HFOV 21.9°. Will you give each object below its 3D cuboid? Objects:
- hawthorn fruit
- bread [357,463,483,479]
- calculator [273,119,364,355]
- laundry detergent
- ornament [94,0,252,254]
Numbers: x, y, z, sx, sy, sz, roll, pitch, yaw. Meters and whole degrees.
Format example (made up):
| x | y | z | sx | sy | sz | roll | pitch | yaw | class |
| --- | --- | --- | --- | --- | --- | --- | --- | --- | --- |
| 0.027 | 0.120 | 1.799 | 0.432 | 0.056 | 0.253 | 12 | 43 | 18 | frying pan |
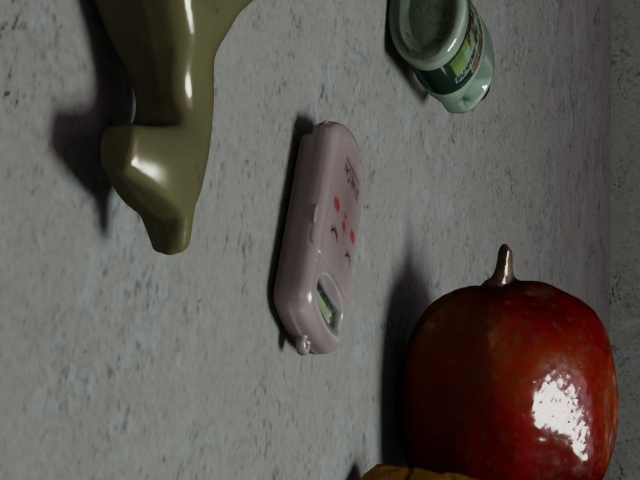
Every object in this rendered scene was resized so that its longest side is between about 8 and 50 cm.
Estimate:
| x | y | z | sx | sy | sz | roll | pitch | yaw | class |
| --- | --- | --- | --- | --- | --- | --- | --- | --- | --- |
| 0.161 | 0.127 | 1.468 | 0.215 | 0.215 | 0.250 | -25 | 108 | -72 | hawthorn fruit |
| 0.085 | 0.270 | 1.295 | 0.149 | 0.143 | 0.158 | -36 | 126 | -62 | bread |
| 0.000 | 0.000 | 1.174 | 0.100 | 0.032 | 0.175 | 61 | 35 | -60 | calculator |
| 0.118 | -0.172 | 1.503 | 0.225 | 0.070 | 0.099 | 41 | 44 | -71 | laundry detergent |
| -0.074 | -0.138 | 0.857 | 0.230 | 0.061 | 0.245 | -61 | 145 | -55 | ornament |
